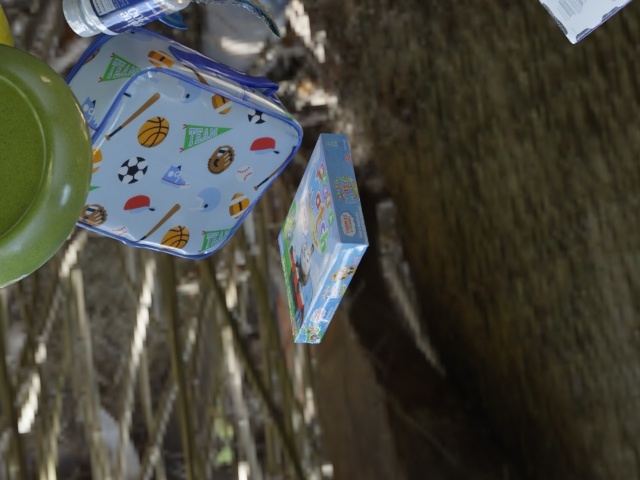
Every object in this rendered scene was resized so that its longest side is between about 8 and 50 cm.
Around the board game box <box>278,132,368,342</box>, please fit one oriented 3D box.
[{"bbox_3d":[0.000,0.000,1.586,0.039,0.160,0.211,3,144,-18],"label":"board game box"}]

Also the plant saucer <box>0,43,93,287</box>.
[{"bbox_3d":[-0.330,-0.072,1.220,0.241,0.241,0.037,-7,171,6],"label":"plant saucer"}]

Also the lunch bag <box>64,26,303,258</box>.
[{"bbox_3d":[-0.171,-0.112,1.527,0.303,0.115,0.243,17,115,-49],"label":"lunch bag"}]

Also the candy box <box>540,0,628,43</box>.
[{"bbox_3d":[0.329,-0.297,1.301,0.165,0.070,0.196,-37,179,-35],"label":"candy box"}]

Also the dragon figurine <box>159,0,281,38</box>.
[{"bbox_3d":[-0.186,-0.321,1.657,0.289,0.144,0.085,42,-177,-36],"label":"dragon figurine"}]

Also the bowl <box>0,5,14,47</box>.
[{"bbox_3d":[-0.491,-0.238,1.520,0.289,0.289,0.156,-4,163,-16],"label":"bowl"}]

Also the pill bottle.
[{"bbox_3d":[-0.190,-0.239,1.295,0.120,0.067,0.067,-15,168,29],"label":"pill bottle"}]
